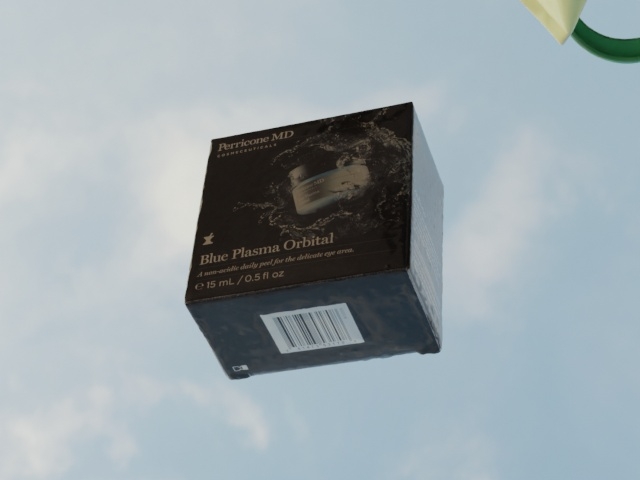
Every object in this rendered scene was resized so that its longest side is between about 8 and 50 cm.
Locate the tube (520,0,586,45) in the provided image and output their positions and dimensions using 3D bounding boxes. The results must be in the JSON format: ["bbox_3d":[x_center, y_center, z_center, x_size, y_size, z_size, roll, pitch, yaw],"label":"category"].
[{"bbox_3d":[0.126,-0.200,0.574,0.062,0.240,0.070,15,-135,-12],"label":"tube"}]

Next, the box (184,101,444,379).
[{"bbox_3d":[0.000,0.000,0.949,0.156,0.093,0.158,-9,-134,15],"label":"box"}]

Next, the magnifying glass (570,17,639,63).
[{"bbox_3d":[0.175,-0.221,0.814,0.092,0.026,0.231,-6,-84,18],"label":"magnifying glass"}]
